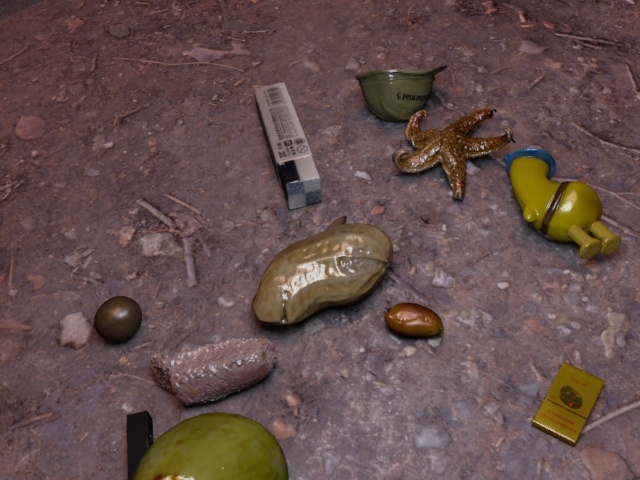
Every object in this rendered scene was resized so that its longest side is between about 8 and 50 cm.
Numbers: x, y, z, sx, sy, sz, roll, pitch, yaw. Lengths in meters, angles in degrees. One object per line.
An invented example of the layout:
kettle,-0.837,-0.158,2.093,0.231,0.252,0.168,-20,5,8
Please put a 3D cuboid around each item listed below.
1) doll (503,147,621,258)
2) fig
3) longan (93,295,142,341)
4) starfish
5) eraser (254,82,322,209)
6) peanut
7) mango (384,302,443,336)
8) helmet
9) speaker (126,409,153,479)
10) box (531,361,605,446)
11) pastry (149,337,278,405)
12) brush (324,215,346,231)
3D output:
doll,0.533,-0.099,1.668,0.199,0.145,0.363,-11,44,-22
fig,-0.197,0.414,1.192,0.258,0.326,0.258,-4,78,17
longan,-0.444,0.171,1.579,0.106,0.106,0.119,-26,12,-16
starfish,0.340,-0.240,1.831,0.303,0.113,0.312,-1,49,14
eraser,-0.088,-0.259,1.907,0.098,0.096,0.404,-13,50,-7
peanut,0.004,0.072,1.575,0.340,0.158,0.174,-19,79,-4
mango,0.198,0.172,1.522,0.127,0.063,0.077,10,46,8
helmet,0.224,-0.396,1.967,0.258,0.137,0.204,-9,8,-22
speaker,-0.344,0.423,1.379,0.046,0.040,0.191,-13,49,-2
box,0.480,0.314,1.393,0.087,0.023,0.155,23,55,27
pastry,-0.220,0.266,1.460,0.265,0.102,0.112,-10,31,6
brush,0.000,0.000,1.724,0.070,0.021,0.196,30,56,29
